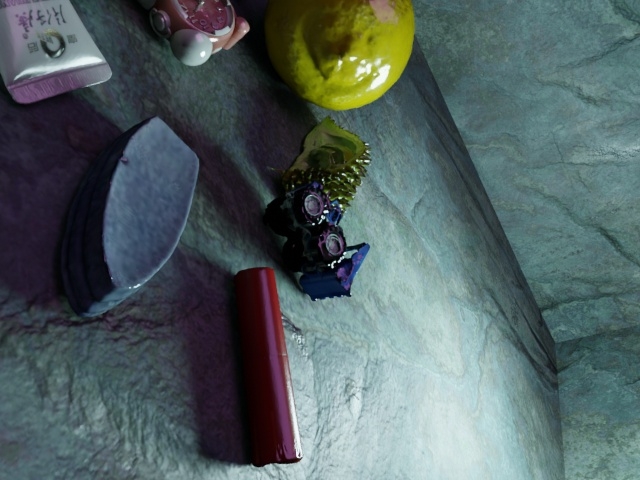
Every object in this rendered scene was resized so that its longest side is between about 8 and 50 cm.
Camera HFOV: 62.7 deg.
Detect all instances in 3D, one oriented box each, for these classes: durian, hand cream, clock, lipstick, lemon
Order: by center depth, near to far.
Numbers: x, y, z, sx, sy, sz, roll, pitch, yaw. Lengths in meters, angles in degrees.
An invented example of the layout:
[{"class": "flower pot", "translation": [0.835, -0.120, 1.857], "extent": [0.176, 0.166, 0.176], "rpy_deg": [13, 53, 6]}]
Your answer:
[{"class": "hand cream", "translation": [-0.372, -0.314, 0.597], "extent": [0.140, 0.089, 0.314], "rpy_deg": [-46, 119, -46]}, {"class": "lipstick", "translation": [-0.080, 0.180, 0.768], "extent": [0.073, 0.073, 0.280], "rpy_deg": [19, 56, -54]}, {"class": "clock", "translation": [-0.223, -0.379, 0.885], "extent": [0.166, 0.092, 0.162], "rpy_deg": [57, 40, -11]}, {"class": "durian", "translation": [0.009, -0.143, 1.134], "extent": [0.169, 0.158, 0.355], "rpy_deg": [28, 34, 2]}, {"class": "lemon", "translation": [0.040, -0.453, 1.135], "extent": [0.348, 0.347, 0.348], "rpy_deg": [38, 41, -43]}]

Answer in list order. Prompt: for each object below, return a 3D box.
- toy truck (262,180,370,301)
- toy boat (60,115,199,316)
[{"class": "toy truck", "translation": [0.000, 0.000, 0.953], "extent": [0.126, 0.113, 0.208], "rpy_deg": [-31, 102, -41]}, {"class": "toy boat", "translation": [-0.231, -0.034, 0.646], "extent": [0.127, 0.078, 0.283], "rpy_deg": [48, 33, -38]}]
